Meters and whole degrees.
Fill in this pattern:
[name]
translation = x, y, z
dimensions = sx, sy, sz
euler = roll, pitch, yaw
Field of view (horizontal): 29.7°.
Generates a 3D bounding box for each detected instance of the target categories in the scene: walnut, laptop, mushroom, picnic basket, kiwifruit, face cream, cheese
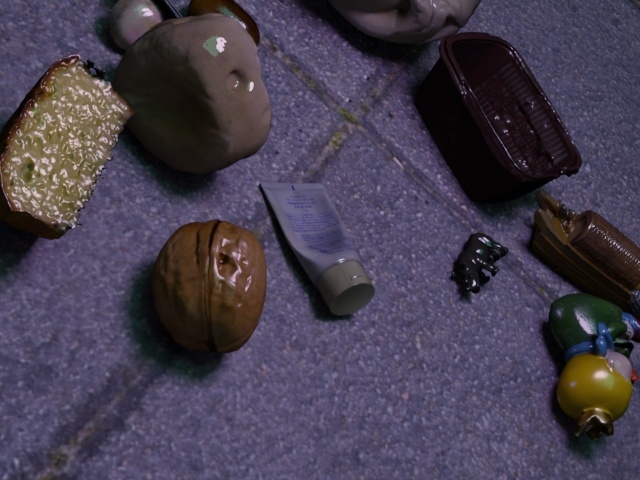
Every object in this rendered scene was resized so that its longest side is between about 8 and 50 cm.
[walnut]
translation = -0.139, 0.052, 1.513
dimensions = 0.144, 0.144, 0.180
euler = 23, 56, -23
[laptop]
translation = -0.216, -0.332, 1.768
dimensions = 0.180, 0.016, 0.129
euler = 51, 0, 7
[mushroom]
translation = -0.264, -0.310, 1.733
dimensions = 0.084, 0.067, 0.083
euler = -4, 98, -30
[picnic basket]
translation = 0.287, -0.198, 2.030
dimensions = 0.223, 0.129, 0.296
euler = -11, 67, -44
[kiwifruit]
translation = -0.146, -0.331, 1.839
dimensions = 0.124, 0.075, 0.075
euler = 39, 43, -1
[face cream]
translation = 0.000, 0.000, 1.722
dimensions = 0.114, 0.070, 0.224
euler = 0, 47, -38
[cheese]
translation = -0.172, -0.203, 1.626
dimensions = 0.235, 0.218, 0.117
euler = 29, 35, 15

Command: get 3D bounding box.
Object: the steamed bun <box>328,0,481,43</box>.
[steamed bun]
translation = 0.138, -0.515, 2.066
dimensions = 0.342, 0.255, 0.367
euler = 47, 68, -13

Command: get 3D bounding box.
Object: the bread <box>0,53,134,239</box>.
[bread]
translation = -0.338, -0.096, 1.471
dimensions = 0.129, 0.134, 0.260
euler = 39, 47, -23

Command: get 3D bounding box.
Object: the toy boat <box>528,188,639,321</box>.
[toy boat]
translation = 0.469, 0.029, 2.010
dimensions = 0.310, 0.115, 0.089
euler = 37, 44, -11

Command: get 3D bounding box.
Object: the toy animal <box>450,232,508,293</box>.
[toy animal]
translation = 0.243, 0.038, 1.881
dimensions = 0.065, 0.047, 0.135
euler = 36, 45, -3

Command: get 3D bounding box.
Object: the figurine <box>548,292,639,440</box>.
[figurine]
translation = 0.440, 0.204, 1.865
dimensions = 0.185, 0.127, 0.234
euler = 23, 37, -33
